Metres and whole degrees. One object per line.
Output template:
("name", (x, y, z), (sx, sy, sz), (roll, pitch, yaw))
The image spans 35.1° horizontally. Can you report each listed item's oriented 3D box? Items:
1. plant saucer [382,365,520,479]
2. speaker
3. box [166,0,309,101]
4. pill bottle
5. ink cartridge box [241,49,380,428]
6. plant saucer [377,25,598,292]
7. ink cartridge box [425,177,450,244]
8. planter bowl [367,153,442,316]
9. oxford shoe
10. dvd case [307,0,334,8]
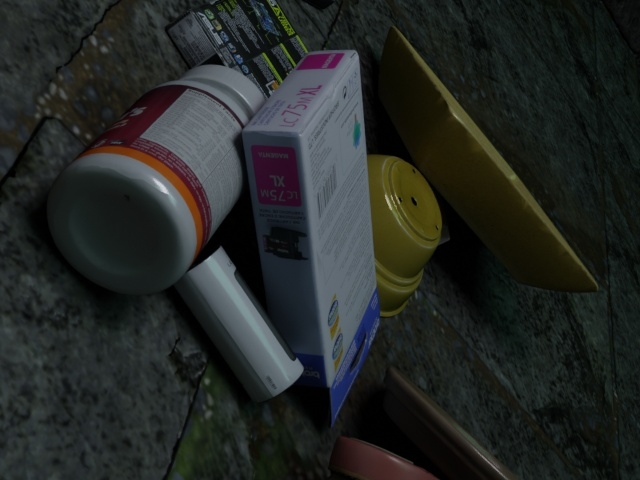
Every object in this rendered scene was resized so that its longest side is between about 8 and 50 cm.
("plant saucer", (0.161, 0.231, 1.003), (0.278, 0.041, 0.278), (42, -1, 1))
("speaker", (-0.073, 0.072, 0.884), (0.136, 0.055, 0.055), (57, 31, -10))
("box", (-0.062, -0.181, 1.110), (0.190, 0.045, 0.184), (57, 28, -9))
("pill bottle", (-0.123, -0.060, 0.844), (0.121, 0.121, 0.221), (53, 31, -17))
("ink cartridge box", (0.000, 0.000, 0.955), (0.186, 0.065, 0.311), (-60, 147, -55))
("plant saucer", (0.195, -0.094, 1.323), (0.333, 0.081, 0.332), (45, 13, -27))
("ink cartridge box", (0.131, -0.032, 1.282), (0.028, 0.048, 0.083), (27, 45, -46))
("planter bowl", (0.076, -0.029, 1.156), (0.217, 0.090, 0.217), (36, 40, -38))
("oxford shoe", (0.093, 0.300, 0.942), (0.348, 0.123, 0.130), (42, 68, -40))
("dvd case", (-0.078, -0.409, 1.277), (0.239, 0.030, 0.179), (15, 55, -51))
